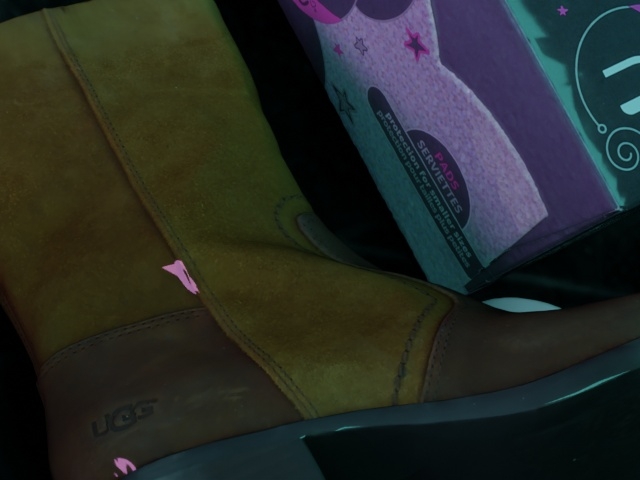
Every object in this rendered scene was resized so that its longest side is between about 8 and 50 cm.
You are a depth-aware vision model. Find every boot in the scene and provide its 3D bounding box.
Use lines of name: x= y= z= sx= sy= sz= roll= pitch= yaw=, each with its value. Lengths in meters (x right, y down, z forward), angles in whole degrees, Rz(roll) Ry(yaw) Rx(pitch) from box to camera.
boot: x=0.000 y=0.000 z=0.669 sx=0.264 sy=0.096 sz=0.280 roll=-23 pitch=50 yaw=-12

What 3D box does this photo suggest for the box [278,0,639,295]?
box: x=0.076 y=-0.121 z=0.773 sx=0.142 sy=0.163 sz=0.247 roll=-25 pitch=85 yaw=-28

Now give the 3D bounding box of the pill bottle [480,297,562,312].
pill bottle: x=0.035 y=0.137 z=0.682 sx=0.131 sy=0.131 sz=0.229 roll=50 pitch=59 yaw=-3
